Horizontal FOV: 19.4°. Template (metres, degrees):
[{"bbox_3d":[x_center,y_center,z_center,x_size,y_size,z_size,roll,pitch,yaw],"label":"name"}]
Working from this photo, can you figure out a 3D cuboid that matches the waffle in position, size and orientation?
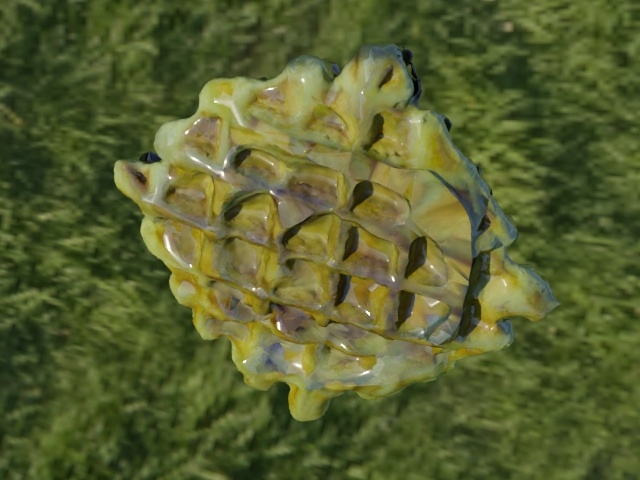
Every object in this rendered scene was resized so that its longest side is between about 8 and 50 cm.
[{"bbox_3d":[-0.001,0.002,1.039,0.223,0.204,0.054,56,32,-22],"label":"waffle"}]
